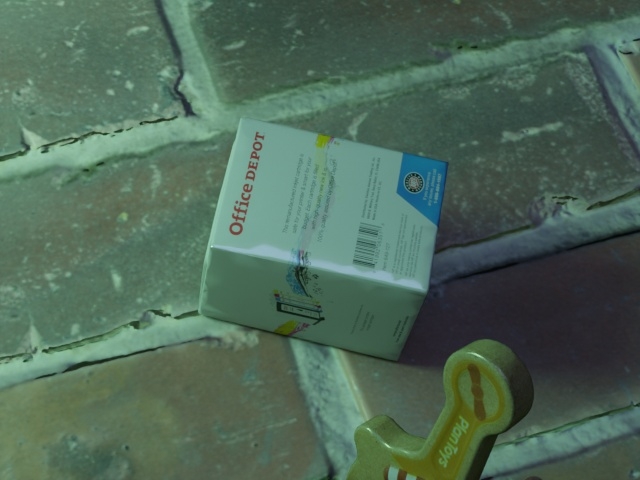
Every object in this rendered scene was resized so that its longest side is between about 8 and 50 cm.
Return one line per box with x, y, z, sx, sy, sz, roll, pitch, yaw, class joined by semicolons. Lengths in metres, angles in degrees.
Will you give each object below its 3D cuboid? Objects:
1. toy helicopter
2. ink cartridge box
0.125;0.236;1.407;0.140;0.355;0.235;-25;58;-37;toy helicopter
0.000;0.000;1.632;0.232;0.168;0.171;13;59;-2;ink cartridge box
